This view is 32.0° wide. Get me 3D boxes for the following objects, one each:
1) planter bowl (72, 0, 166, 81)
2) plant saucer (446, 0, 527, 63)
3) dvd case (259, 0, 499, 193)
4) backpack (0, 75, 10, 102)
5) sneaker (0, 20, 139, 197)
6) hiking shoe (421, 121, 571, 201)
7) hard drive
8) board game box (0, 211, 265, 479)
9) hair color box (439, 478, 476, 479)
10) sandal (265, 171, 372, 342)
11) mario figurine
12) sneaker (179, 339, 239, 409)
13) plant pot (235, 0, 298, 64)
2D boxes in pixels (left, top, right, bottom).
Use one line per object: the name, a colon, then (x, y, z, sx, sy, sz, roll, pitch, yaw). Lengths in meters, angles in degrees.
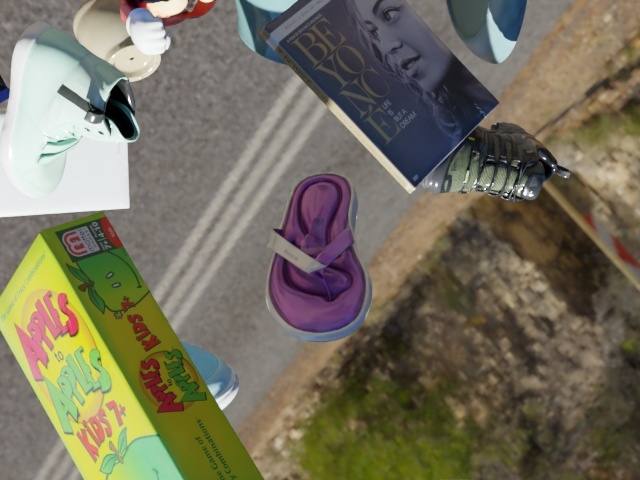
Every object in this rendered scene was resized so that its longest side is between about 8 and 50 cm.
planter bowl: (-0.338, -0.346, 1.944, 0.162, 0.109, 0.162, -18, 154, -9)
plant saucer: (0.228, -0.413, 1.604, 0.043, 0.318, 0.317, -5, 158, -10)
dvd case: (0.066, -0.177, 1.153, 0.164, 0.221, 0.018, -44, -179, -32)
backpack: (-0.507, -0.227, 1.550, 0.098, 0.120, 0.101, -22, -166, 25)
sneaker: (-0.296, -0.120, 1.334, 0.094, 0.151, 0.256, -49, 163, -42)
hiking shoe: (0.221, -0.095, 1.393, 0.227, 0.114, 0.086, -18, 129, -43)
hard drive: (-0.515, -0.149, 2.084, 0.307, 0.040, 0.203, -5, 112, -16)
board game box: (-0.107, 0.086, 0.607, 0.043, 0.181, 0.092, -22, 163, -42)
hair color box: (0.032, 0.406, 1.524, 0.374, 0.114, 0.185, -12, 164, 17)
sandal: (-0.015, 0.004, 1.798, 0.169, 0.416, 0.102, -12, 126, 6)
mario figurine: (-0.194, -0.355, 1.465, 0.198, 0.170, 0.320, -42, 178, 5)
sneaker: (-0.268, 0.128, 1.466, 0.127, 0.319, 0.208, -57, 141, -41)
plant pot: (-0.022, -0.419, 1.708, 0.271, 0.271, 0.255, -31, 151, -34)
